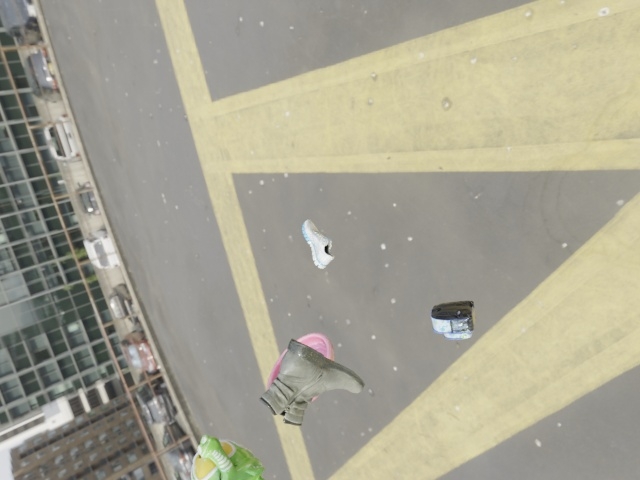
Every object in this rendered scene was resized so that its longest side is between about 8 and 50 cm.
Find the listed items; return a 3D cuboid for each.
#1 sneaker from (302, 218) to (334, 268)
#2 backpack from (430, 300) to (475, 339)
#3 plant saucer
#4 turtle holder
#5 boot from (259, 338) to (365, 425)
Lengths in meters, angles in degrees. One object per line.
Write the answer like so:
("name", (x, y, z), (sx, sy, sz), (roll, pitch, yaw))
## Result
("sneaker", (0.000, 0.000, 1.658), (0.083, 0.071, 0.191), (-36, 70, 34))
("backpack", (0.365, 0.222, 1.271), (0.114, 0.105, 0.084), (-5, 108, 23))
("plant saucer", (-0.066, 0.524, 1.832), (0.084, 0.332, 0.332), (45, 156, -24))
("turtle holder", (-0.350, 0.819, 1.606), (0.227, 0.243, 0.320), (31, 170, 33))
("boot", (-0.019, 0.333, 1.020), (0.246, 0.161, 0.083), (37, 163, -34))
